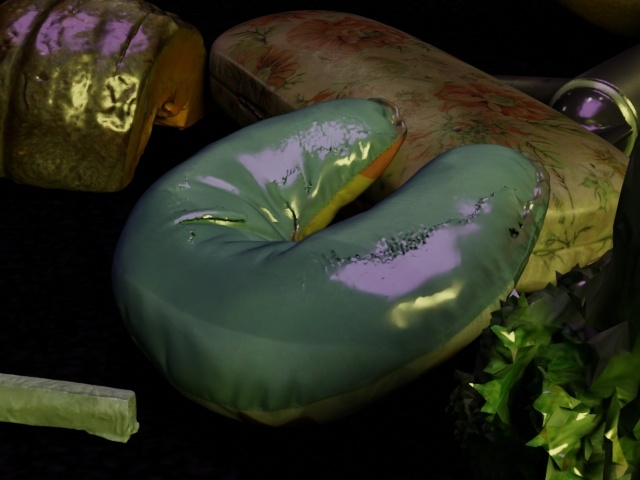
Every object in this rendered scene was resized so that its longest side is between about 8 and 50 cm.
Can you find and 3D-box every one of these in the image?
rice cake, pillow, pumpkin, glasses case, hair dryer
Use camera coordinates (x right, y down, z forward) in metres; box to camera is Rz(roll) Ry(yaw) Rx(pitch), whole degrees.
[{"bbox_3d":[-0.145,0.076,0.625,0.121,0.022,0.021,6,15,11],"label":"rice cake"},{"bbox_3d":[0.000,0.000,0.670,0.214,0.086,0.233,-40,34,-20],"label":"pillow"},{"bbox_3d":[-0.157,-0.133,0.991,0.131,0.126,0.248,6,23,9],"label":"pumpkin"},{"bbox_3d":[0.052,-0.075,0.891,0.157,0.098,0.425,-10,26,-22],"label":"glasses case"},{"bbox_3d":[0.152,-0.103,1.022,0.248,0.078,0.196,6,22,38],"label":"hair dryer"}]

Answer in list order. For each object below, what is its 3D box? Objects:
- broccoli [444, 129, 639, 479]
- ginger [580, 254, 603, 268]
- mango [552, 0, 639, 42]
[{"bbox_3d":[0.164,0.063,0.371,0.308,0.275,0.307,-15,39,13],"label":"broccoli"},{"bbox_3d":[0.287,0.026,0.702,0.299,0.065,0.118,-4,23,-17],"label":"ginger"},{"bbox_3d":[0.347,-0.293,1.259,0.384,0.221,0.198,12,69,13],"label":"mango"}]
